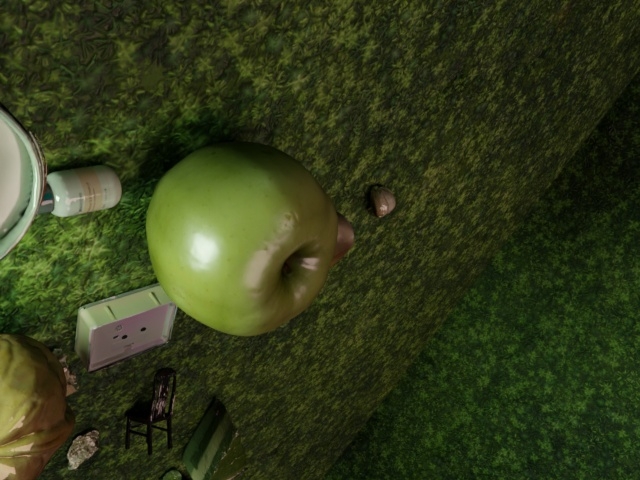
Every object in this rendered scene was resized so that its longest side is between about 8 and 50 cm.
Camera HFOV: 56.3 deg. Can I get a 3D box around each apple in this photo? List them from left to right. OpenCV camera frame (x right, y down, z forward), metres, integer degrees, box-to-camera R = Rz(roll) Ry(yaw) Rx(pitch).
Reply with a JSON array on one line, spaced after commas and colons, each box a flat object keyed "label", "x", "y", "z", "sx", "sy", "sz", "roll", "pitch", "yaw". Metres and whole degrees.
[{"label": "apple", "x": -0.151, "y": -0.011, "z": 1.099, "sx": 0.357, "sy": 0.357, "sz": 0.357, "roll": -33, "pitch": 148, "yaw": -24}]

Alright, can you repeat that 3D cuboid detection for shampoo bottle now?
[{"label": "shampoo bottle", "x": -0.413, "y": -0.071, "z": 0.937, "sx": 0.192, "sy": 0.074, "sz": 0.074, "roll": -17, "pitch": 140, "yaw": -42}]

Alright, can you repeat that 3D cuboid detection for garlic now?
[{"label": "garlic", "x": 0.009, "y": -0.003, "z": 1.553, "sx": 0.143, "sy": 0.112, "sz": 0.318, "roll": -15, "pitch": 151, "yaw": -9}, {"label": "garlic", "x": 0.173, "y": -0.110, "z": 1.679, "sx": 0.113, "sy": 0.074, "sz": 0.094, "roll": -83, "pitch": 177, "yaw": -70}]

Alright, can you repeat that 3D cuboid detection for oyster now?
[{"label": "oyster", "x": -0.585, "y": 0.515, "z": 1.476, "sx": 0.098, "sy": 0.037, "sz": 0.100, "roll": -30, "pitch": 147, "yaw": -30}]

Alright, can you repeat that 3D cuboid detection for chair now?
[{"label": "chair", "x": -0.438, "y": 0.432, "z": 1.547, "sx": 0.084, "sy": 0.101, "sz": 0.213, "roll": 6, "pitch": 85, "yaw": -57}]

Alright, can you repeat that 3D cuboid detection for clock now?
[{"label": "clock", "x": -0.408, "y": 0.180, "z": 1.261, "sx": 0.192, "sy": 0.071, "sz": 0.147, "roll": -18, "pitch": 140, "yaw": -41}]

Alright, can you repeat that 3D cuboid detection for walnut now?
[{"label": "walnut", "x": -0.559, "y": 0.296, "z": 0.995, "sx": 0.285, "sy": 0.285, "sz": 0.296, "roll": 16, "pitch": 93, "yaw": -58}]

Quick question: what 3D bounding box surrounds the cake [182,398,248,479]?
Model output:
[{"label": "cake", "x": -0.336, "y": 0.635, "z": 1.839, "sx": 0.172, "sy": 0.158, "sz": 0.284, "roll": -29, "pitch": 145, "yaw": -27}]

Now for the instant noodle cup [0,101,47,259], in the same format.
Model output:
[{"label": "instant noodle cup", "x": -0.459, "y": -0.087, "z": 0.656, "sx": 0.296, "sy": 0.214, "sz": 0.296, "roll": -33, "pitch": 137, "yaw": -36}]

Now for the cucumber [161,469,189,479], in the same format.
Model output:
[{"label": "cucumber", "x": -0.460, "y": 0.838, "z": 2.013, "sx": 0.072, "sy": 0.072, "sz": 0.300, "roll": -37, "pitch": 150, "yaw": -17}]

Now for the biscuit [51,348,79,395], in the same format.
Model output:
[{"label": "biscuit", "x": -0.600, "y": 0.316, "z": 1.182, "sx": 0.239, "sy": 0.062, "sz": 0.108, "roll": -33, "pitch": 148, "yaw": -25}]
